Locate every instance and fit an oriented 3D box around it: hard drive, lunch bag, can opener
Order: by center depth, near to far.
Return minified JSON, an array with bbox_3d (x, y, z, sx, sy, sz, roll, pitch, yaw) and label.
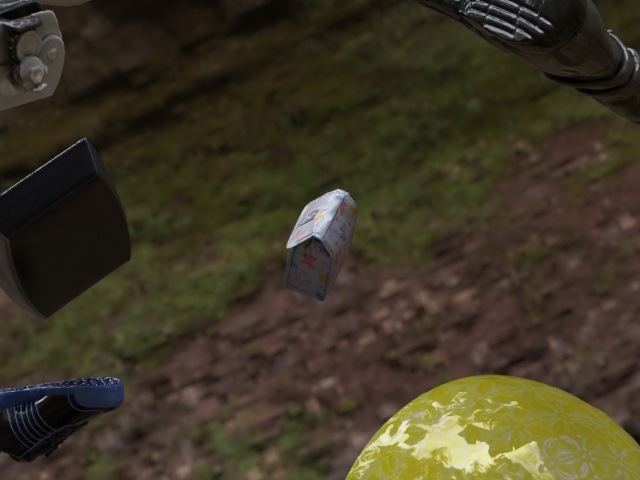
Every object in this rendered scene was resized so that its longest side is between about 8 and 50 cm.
[{"bbox_3d":[-0.305,-0.119,1.439,0.280,0.093,0.074,-26,-52,-47],"label":"can opener"},{"bbox_3d":[0.000,0.000,1.735,0.083,0.053,0.071,106,-172,-50],"label":"lunch bag"},{"bbox_3d":[-0.297,-0.004,2.171,0.172,0.054,0.254,-35,-22,-12],"label":"hard drive"}]

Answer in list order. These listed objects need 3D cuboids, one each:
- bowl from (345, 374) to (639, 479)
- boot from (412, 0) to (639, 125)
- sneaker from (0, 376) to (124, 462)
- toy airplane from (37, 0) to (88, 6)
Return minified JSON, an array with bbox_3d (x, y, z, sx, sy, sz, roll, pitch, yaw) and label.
[{"bbox_3d":[0.162,0.240,1.333,0.289,0.289,0.156,-14,5,-31],"label":"bowl"},{"bbox_3d":[0.133,-0.162,1.346,0.083,0.246,0.161,-52,-43,5],"label":"boot"},{"bbox_3d":[-0.324,0.216,2.271,0.232,0.090,0.081,-10,0,33],"label":"sneaker"},{"bbox_3d":[-0.450,-0.318,1.987,0.384,0.386,0.272,-30,-21,-2],"label":"toy airplane"}]
